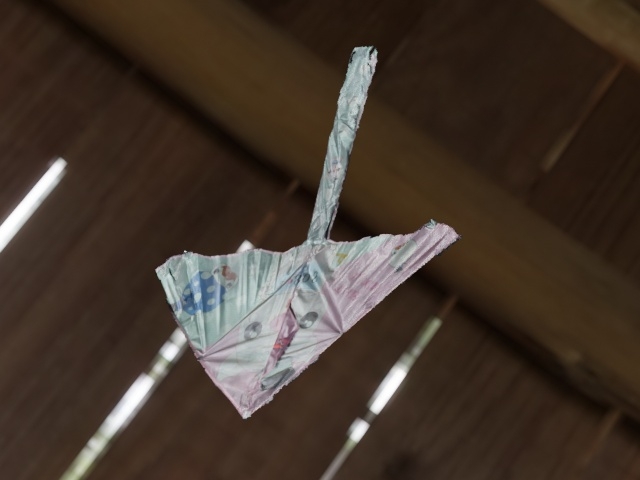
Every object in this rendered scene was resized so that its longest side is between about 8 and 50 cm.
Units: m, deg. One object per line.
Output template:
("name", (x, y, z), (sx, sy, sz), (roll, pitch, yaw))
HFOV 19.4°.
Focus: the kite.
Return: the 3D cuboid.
("kite", (0.000, 0.000, 0.625), (0.005, 0.137, 0.152), (46, -55, 34))
